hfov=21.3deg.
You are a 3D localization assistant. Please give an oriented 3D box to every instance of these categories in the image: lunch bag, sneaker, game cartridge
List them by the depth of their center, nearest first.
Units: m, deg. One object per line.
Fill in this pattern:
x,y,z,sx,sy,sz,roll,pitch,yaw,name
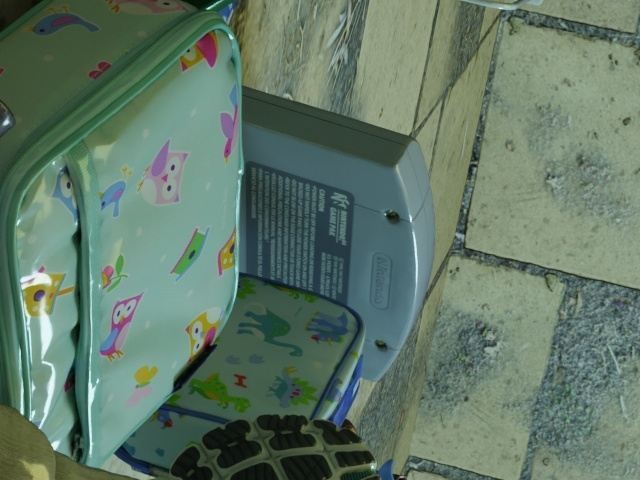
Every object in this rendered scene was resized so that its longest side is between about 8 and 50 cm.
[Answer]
-0.138,0.009,0.958,0.224,0.108,0.279,-49,153,-42,lunch bag
-0.085,0.214,1.262,0.110,0.275,0.107,63,5,-61,sneaker
-0.061,0.118,1.384,0.219,0.176,0.090,-59,160,-57,lunch bag
0.000,0.000,1.478,0.297,0.198,0.062,93,16,-49,game cartridge

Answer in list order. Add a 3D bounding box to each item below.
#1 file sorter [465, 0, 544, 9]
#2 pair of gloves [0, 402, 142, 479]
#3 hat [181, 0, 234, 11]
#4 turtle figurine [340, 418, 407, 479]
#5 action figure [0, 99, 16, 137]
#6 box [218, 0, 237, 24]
0.157,-0.393,1.772,0.173,0.193,0.278,-41,144,-67,file sorter
-0.185,0.202,0.855,0.042,0.204,0.240,-9,-123,58,pair of gloves
-0.113,-0.244,1.024,0.208,0.183,0.173,-34,166,17,hat
-0.068,0.187,1.652,0.266,0.274,0.198,-98,173,-64,turtle figurine
-0.225,0.059,0.701,0.185,0.099,0.285,98,14,-66,action figure
-0.102,-0.142,1.183,0.109,0.042,0.178,70,37,-72,box
